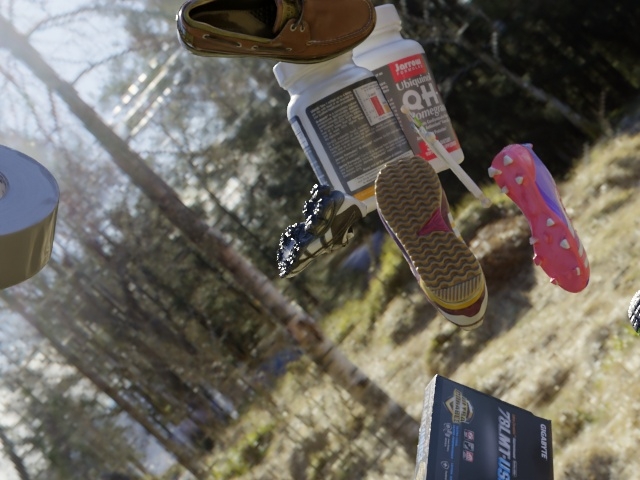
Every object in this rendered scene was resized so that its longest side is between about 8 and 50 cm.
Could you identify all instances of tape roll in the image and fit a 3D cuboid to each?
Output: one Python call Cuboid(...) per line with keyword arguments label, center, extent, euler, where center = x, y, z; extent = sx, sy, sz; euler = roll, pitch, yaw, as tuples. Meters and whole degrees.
Cuboid(label="tape roll", center=(-0.391, -0.032, 0.996), extent=(0.219, 0.219, 0.072), euler=(-54, -18, -59))

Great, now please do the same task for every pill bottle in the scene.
Cuboid(label="pill bottle", center=(0.043, -0.183, 1.539), extent=(0.162, 0.278, 0.162), euler=(-26, 2, 1))
Cuboid(label="pill bottle", center=(0.132, -0.263, 1.752), extent=(0.176, 0.318, 0.176), euler=(-21, 3, 1))

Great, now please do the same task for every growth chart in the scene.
Cuboid(label="growth chart", center=(0.204, -0.135, 1.542), extent=(0.021, 0.172, 0.237), euler=(-41, 17, 9))

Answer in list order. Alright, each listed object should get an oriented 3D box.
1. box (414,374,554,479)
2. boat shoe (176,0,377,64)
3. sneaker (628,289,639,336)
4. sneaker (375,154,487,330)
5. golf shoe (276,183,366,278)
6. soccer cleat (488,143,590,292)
Cuboid(label="box", center=(0.352, 0.459, 2.003), extent=(0.295, 0.294, 0.073), euler=(-75, 9, -48))
Cuboid(label="boat shoe", center=(-0.057, -0.321, 1.400), extent=(0.308, 0.110, 0.104), euler=(-10, -2, -11))
Cuboid(label="sneaker", center=(0.664, 0.165, 1.592), extent=(0.121, 0.300, 0.111), euler=(17, -82, -53))
Cuboid(label="sneaker", center=(0.104, 0.003, 0.901), extent=(0.070, 0.185, 0.084), euler=(-21, -37, 3))
Cuboid(label="golf shoe", center=(0.000, 0.000, 1.428), extent=(0.198, 0.094, 0.077), euler=(-51, 37, 46))
Cuboid(label="soccer cleat", center=(0.350, -0.039, 1.448), extent=(0.095, 0.248, 0.083), euler=(-25, -9, -39))
